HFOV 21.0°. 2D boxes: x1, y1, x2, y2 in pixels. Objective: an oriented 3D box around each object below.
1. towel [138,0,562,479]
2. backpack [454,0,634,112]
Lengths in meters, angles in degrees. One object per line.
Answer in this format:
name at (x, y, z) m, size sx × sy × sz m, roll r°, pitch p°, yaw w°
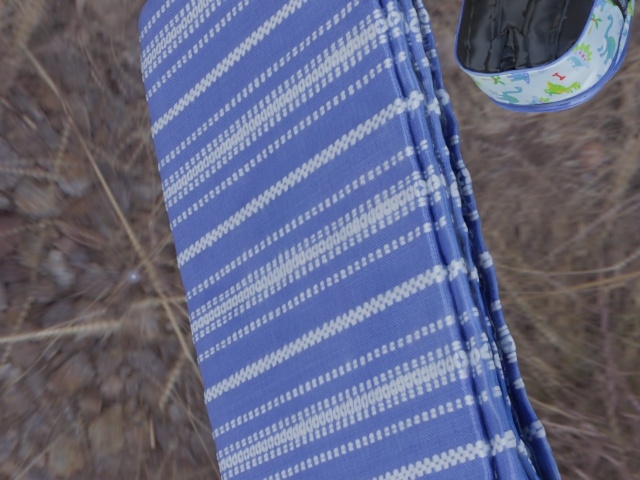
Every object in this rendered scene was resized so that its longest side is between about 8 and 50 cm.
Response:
towel at (0.000, 0.000, 0.802) m, size 0.040 × 0.243 × 0.336 m, roll -4°, pitch 74°, yaw -32°
backpack at (0.143, -0.135, 1.082) m, size 0.084 × 0.105 × 0.114 m, roll 45°, pitch 53°, yaw -44°
